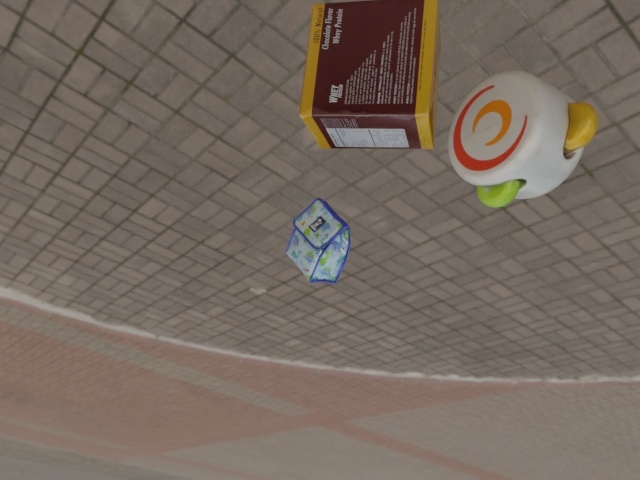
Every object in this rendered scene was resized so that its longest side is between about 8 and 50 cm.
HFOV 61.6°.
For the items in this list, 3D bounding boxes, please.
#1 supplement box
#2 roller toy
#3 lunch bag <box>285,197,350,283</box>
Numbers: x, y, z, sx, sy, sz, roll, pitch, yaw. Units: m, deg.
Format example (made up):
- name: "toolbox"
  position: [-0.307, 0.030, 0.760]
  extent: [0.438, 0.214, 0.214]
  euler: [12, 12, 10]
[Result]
- name: "supplement box"
  position: [0.084, -0.257, 0.848]
  extent: [0.193, 0.192, 0.129]
  euler: [3, 168, 15]
- name: "roller toy"
  position: [0.326, -0.172, 0.890]
  extent: [0.146, 0.191, 0.209]
  euler: [12, 127, -34]
- name: "lunch bag"
  position: [0.000, 0.000, 1.182]
  extent: [0.096, 0.129, 0.151]
  euler: [6, 119, -38]
